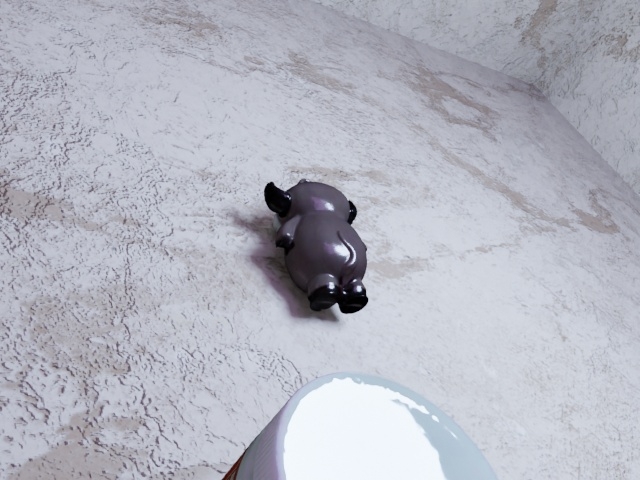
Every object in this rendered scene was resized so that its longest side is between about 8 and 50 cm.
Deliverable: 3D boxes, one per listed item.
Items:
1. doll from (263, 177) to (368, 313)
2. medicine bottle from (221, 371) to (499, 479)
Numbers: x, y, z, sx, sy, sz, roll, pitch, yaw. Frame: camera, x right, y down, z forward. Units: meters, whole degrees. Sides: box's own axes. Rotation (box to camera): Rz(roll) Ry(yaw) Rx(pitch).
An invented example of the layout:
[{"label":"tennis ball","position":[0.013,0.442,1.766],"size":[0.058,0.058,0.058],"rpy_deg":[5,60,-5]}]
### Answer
[{"label":"doll","position":[0.002,0.000,1.133],"size":[0.181,0.117,0.257],"rpy_deg":[12,39,-35]},{"label":"medicine bottle","position":[0.014,0.291,0.649],"size":[0.252,0.241,0.253],"rpy_deg":[23,33,-16]}]
